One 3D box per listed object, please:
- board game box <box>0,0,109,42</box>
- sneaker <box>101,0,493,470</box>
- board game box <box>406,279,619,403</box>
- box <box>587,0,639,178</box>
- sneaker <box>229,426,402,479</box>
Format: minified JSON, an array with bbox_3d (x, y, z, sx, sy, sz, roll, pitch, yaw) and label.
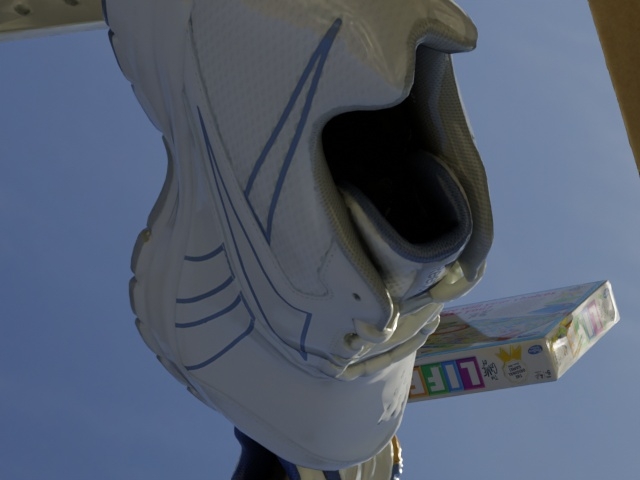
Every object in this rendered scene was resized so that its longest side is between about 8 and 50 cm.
[{"bbox_3d":[-0.287,-0.273,1.350,0.390,0.050,0.390,-12,-122,-35],"label":"board game box"},{"bbox_3d":[0.000,0.000,0.681,0.111,0.297,0.129,-34,-126,-19],"label":"sneaker"},{"bbox_3d":[0.083,0.062,1.100,0.103,0.154,0.026,-32,-73,-56],"label":"board game box"},{"bbox_3d":[0.204,-0.076,0.678,0.021,0.201,0.164,-3,-103,-74],"label":"box"},{"bbox_3d":[-0.049,0.244,1.292,0.131,0.112,0.296,13,-89,-48],"label":"sneaker"}]
